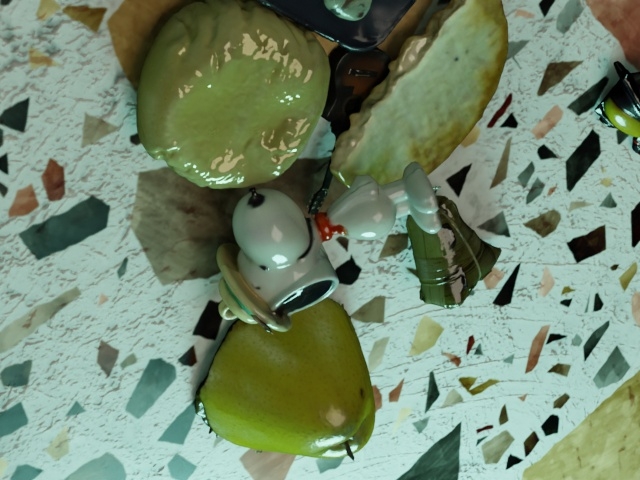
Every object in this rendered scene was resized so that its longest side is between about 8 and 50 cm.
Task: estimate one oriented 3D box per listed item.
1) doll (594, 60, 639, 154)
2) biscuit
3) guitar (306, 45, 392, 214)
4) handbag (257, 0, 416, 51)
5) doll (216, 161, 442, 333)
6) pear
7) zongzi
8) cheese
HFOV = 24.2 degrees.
[{"bbox_3d":[0.486,-0.183,2.157,0.127,0.088,0.249,-49,139,-2],"label":"doll"},{"bbox_3d":[0.140,-0.180,1.908,0.309,0.040,0.204,-53,145,1],"label":"biscuit"},{"bbox_3d":[0.023,-0.138,1.873,0.088,0.025,0.233,0,117,-39],"label":"guitar"},{"bbox_3d":[0.040,-0.384,1.598,0.303,0.122,0.329,23,121,-43],"label":"handbag"},{"bbox_3d":[0.010,0.011,1.825,0.271,0.144,0.208,-8,137,-15],"label":"doll"},{"bbox_3d":[-0.010,0.205,1.966,0.267,0.178,0.267,-19,124,-31],"label":"pear"},{"bbox_3d":[0.191,-0.023,2.062,0.178,0.081,0.189,-37,123,-43],"label":"zongzi"},{"bbox_3d":[-0.105,-0.165,1.698,0.214,0.117,0.226,20,109,-37],"label":"cheese"}]
